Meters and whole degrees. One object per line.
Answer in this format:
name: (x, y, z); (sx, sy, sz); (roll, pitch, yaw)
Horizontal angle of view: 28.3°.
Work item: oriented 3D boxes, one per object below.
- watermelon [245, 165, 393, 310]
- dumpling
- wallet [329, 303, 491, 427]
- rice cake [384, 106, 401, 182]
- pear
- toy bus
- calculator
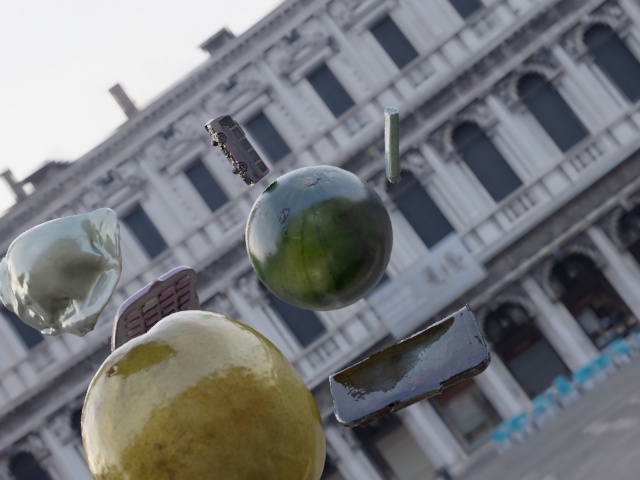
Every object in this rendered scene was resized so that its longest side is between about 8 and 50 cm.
watermelon: (-0.001, -0.003, 2.084); (0.242, 0.242, 0.242); (-34, -11, -8)
dumpling: (-0.326, 0.052, 1.604); (0.229, 0.151, 0.124); (-23, -13, 36)
wallet: (0.133, 0.201, 1.945); (0.255, 0.137, 0.031); (-27, -52, 11)
rice cake: (0.106, -0.139, 1.861); (0.022, 0.022, 0.121); (-12, -55, -14)
pear: (-0.151, 0.249, 1.631); (0.314, 0.314, 0.314); (-34, -11, -8)
toy bus: (-0.141, -0.154, 2.146); (0.052, 0.130, 0.037); (-39, 8, -21)
calculator: (-0.301, 0.151, 2.310); (0.194, 0.043, 0.294); (-33, -26, -26)
